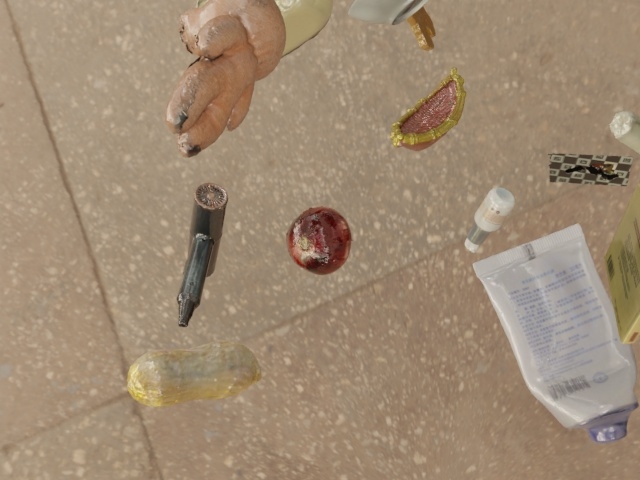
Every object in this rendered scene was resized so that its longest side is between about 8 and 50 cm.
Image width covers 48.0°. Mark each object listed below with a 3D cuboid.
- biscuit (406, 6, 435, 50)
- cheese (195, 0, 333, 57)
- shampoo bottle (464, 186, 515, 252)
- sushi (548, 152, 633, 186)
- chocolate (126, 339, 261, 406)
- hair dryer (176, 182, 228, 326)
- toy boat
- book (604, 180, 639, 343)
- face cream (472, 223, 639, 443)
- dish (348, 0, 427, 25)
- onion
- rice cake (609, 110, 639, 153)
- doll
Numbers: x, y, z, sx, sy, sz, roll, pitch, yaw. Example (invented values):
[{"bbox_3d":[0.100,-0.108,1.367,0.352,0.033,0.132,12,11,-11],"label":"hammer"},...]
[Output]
[{"bbox_3d":[0.252,-0.629,1.954,0.040,0.236,0.144,-21,38,25],"label":"biscuit"},{"bbox_3d":[-0.107,-0.458,1.434,0.266,0.233,0.127,-26,80,29],"label":"cheese"},{"bbox_3d":[0.433,-0.051,1.871,0.074,0.192,0.074,13,44,-13],"label":"shampoo bottle"},{"bbox_3d":[0.683,-0.192,1.835,0.200,0.139,0.031,5,64,18],"label":"sushi"},{"bbox_3d":[-0.271,0.288,1.577,0.309,0.134,0.134,1,62,-32],"label":"chocolate"},{"bbox_3d":[-0.168,0.049,0.965,0.050,0.173,0.195,11,54,-5],"label":"hair dryer"},{"bbox_3d":[0.252,-0.286,1.669,0.141,0.099,0.318,11,44,32],"label":"toy boat"},{"bbox_3d":[0.471,0.038,1.072,0.026,0.231,0.161,-2,60,7],"label":"book"},{"bbox_3d":[0.493,0.195,1.439,0.234,0.137,0.420,-22,74,7],"label":"face cream"},{"bbox_3d":[0.140,-0.416,1.212,0.190,0.191,0.066,-36,89,-6],"label":"dish"},{"bbox_3d":[0.000,0.000,1.325,0.131,0.131,0.131,-3,68,8],"label":"onion"},{"bbox_3d":[0.667,-0.187,1.426,0.256,0.057,0.052,21,64,-30],"label":"rice cake"},{"bbox_3d":[-0.169,-0.266,1.083,0.156,0.201,0.303,22,58,14],"label":"doll"}]
